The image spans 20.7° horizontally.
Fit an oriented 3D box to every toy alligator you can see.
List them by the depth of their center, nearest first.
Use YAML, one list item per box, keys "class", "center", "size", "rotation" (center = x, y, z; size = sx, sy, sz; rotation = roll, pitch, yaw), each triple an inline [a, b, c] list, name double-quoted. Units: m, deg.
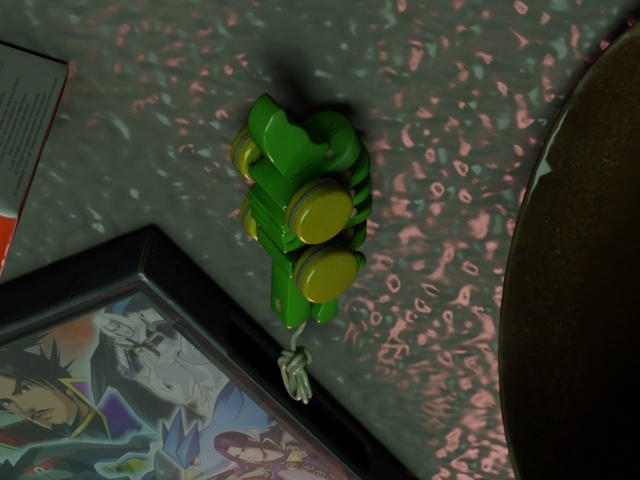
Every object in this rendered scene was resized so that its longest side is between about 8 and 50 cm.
- class: "toy alligator"
  center: [0.000, 0.000, 0.773]
  size: [0.051, 0.056, 0.189]
  rotation: [-28, 141, -19]

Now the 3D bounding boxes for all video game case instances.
- class: "video game case"
  center: [-0.120, 0.119, 0.939]
  size: [0.275, 0.035, 0.248]
  rotation: [-20, 130, 30]

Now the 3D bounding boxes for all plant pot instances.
- class: "plant pot"
  center: [0.220, 0.037, 0.673]
  size: [0.230, 0.215, 0.215]
  rotation: [10, 141, -21]

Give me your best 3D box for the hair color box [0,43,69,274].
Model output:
- class: "hair color box"
  center: [-0.198, -0.052, 0.720]
  size: [0.167, 0.093, 0.053]
  rotation: [19, 138, -9]
